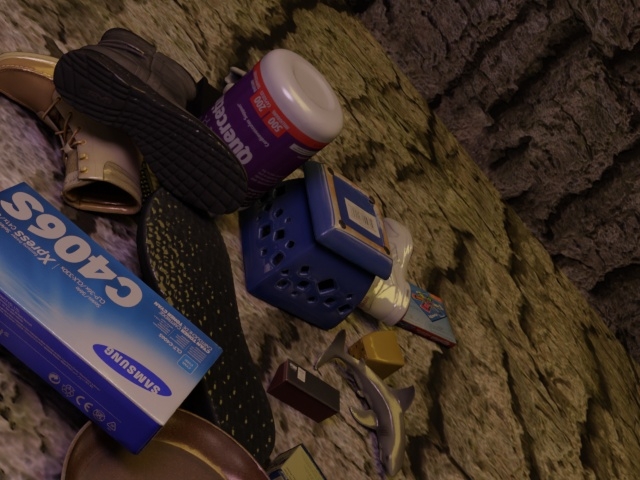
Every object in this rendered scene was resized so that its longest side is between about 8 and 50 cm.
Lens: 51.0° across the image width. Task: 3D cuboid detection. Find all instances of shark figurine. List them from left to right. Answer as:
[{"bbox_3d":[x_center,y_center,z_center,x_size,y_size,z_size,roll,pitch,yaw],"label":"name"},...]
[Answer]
[{"bbox_3d":[0.117,0.286,1.289,0.278,0.116,0.166,60,27,6],"label":"shark figurine"}]

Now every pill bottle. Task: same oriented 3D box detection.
[{"bbox_3d":[-0.127,-0.174,1.187,0.181,0.323,0.181,38,32,-29],"label":"pill bottle"}]

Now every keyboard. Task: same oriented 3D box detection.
[{"bbox_3d":[-0.329,-0.121,1.140,0.108,0.023,0.180,11,49,-52],"label":"keyboard"}]

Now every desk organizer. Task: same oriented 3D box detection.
[{"bbox_3d":[-0.028,0.260,1.153,0.130,0.050,0.047,38,32,-28],"label":"desk organizer"}]

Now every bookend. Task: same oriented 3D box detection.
[{"bbox_3d":[-0.208,-0.233,1.395,0.156,0.072,0.157,34,33,-35],"label":"bookend"}]

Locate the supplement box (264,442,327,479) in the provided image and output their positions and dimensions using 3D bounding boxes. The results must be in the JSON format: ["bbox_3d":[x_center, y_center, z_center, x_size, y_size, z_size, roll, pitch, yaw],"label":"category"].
[{"bbox_3d":[-0.041,0.368,1.008,0.083,0.056,0.083,55,27,2],"label":"supplement box"}]

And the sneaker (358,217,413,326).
[{"bbox_3d":[0.133,0.046,1.549,0.152,0.114,0.305,24,42,-19],"label":"sneaker"}]

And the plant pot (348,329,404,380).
[{"bbox_3d":[0.106,0.233,1.367,0.083,0.081,0.081,11,49,-37],"label":"plant pot"}]

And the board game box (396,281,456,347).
[{"bbox_3d":[0.236,0.171,1.686,0.281,0.027,0.145,27,39,-40],"label":"board game box"}]

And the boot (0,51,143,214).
[{"bbox_3d":[-0.384,-0.159,1.025,0.262,0.095,0.203,26,45,-35],"label":"boot"}]

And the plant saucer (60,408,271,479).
[{"bbox_3d":[-0.164,0.325,0.780,0.311,0.050,0.310,36,18,-14],"label":"plant saucer"}]

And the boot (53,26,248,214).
[{"bbox_3d":[-0.228,-0.205,1.059,0.338,0.118,0.222,43,24,-14],"label":"boot"}]

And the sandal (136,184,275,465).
[{"bbox_3d":[-0.197,0.132,1.004,0.167,0.107,0.445,-4,75,-60],"label":"sandal"}]

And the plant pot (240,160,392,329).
[{"bbox_3d":[0.000,0.000,1.313,0.236,0.212,0.236,30,35,-37],"label":"plant pot"}]

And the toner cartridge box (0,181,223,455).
[{"bbox_3d":[-0.301,0.086,0.828,0.348,0.075,0.165,40,30,-2],"label":"toner cartridge box"}]

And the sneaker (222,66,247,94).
[{"bbox_3d":[-0.166,-0.298,1.528,0.121,0.099,0.262,22,34,-34],"label":"sneaker"}]
